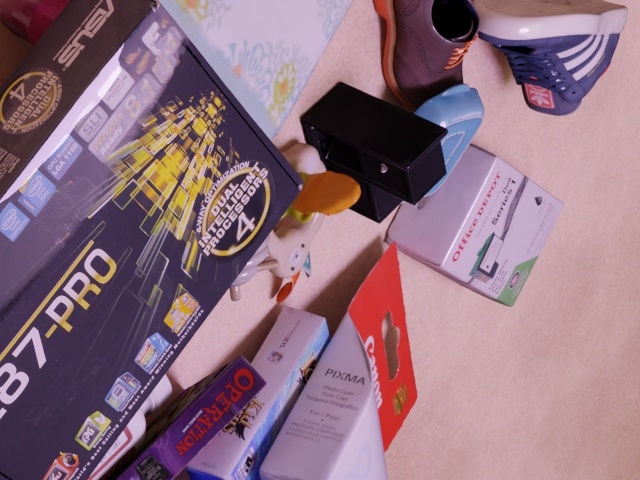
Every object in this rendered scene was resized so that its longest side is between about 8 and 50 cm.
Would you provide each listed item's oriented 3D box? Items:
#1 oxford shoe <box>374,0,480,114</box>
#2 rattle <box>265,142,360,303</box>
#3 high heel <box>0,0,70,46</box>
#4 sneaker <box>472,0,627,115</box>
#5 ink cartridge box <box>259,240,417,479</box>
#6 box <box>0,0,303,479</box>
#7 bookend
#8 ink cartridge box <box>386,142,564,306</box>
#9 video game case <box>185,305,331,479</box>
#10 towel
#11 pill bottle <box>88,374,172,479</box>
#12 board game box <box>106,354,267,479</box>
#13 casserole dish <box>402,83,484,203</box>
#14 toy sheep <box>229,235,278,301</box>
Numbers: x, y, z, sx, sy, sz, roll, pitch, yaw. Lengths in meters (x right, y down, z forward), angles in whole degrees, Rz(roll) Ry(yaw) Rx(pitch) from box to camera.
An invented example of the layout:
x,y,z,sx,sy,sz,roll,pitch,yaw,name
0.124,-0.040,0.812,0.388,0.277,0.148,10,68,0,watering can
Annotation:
x,y,z,sx,sy,sz,roll,pitch,yaw,name
0.131,-0.222,2.067,0.097,0.098,0.271,-49,144,-21,oxford shoe
0.000,0.000,2.018,0.130,0.143,0.199,-49,142,-52,rattle
-0.189,-0.159,1.668,0.082,0.117,0.244,-57,146,-8,high heel
0.273,-0.222,2.204,0.350,0.131,0.148,-10,120,-58,sneaker
0.062,0.240,2.182,0.385,0.091,0.308,-58,151,-38,ink cartridge box
-0.215,0.013,1.577,0.395,0.097,0.318,-53,142,-11,box
0.071,-0.076,2.036,0.072,0.156,0.157,-44,143,-26,bookend
0.198,-0.023,2.298,0.219,0.093,0.160,26,90,-57,ink cartridge box
-0.049,0.255,2.131,0.244,0.061,0.269,-59,152,-33,video game case
-0.066,-0.300,1.734,0.320,0.090,0.374,-59,147,-17,towel
-0.255,0.195,1.821,0.216,0.121,0.121,-44,142,-26,pill bottle
-0.214,0.265,1.881,0.347,0.208,0.056,-44,98,-25,board game box
0.130,-0.106,2.140,0.114,0.037,0.188,-16,149,-42,casserole dish
-0.093,0.004,1.936,0.091,0.091,0.132,-24,116,-43,toy sheep
